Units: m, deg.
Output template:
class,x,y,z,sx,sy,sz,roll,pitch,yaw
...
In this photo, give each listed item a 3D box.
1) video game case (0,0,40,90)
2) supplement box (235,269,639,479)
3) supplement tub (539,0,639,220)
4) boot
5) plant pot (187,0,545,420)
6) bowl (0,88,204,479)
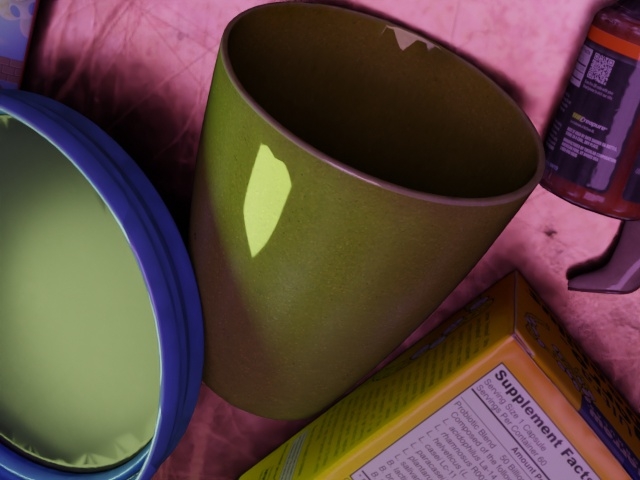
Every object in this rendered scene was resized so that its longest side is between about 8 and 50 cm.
class,x,y,z,sx,sy,sz,roll,pitch,yaw
video game case,-0.334,-0.253,1.362,0.204,0.025,0.285,15,117,-5
supplement box,0.090,0.224,1.388,0.356,0.195,0.194,-38,97,14
supplement tub,0.258,-0.123,1.327,0.106,0.106,0.198,20,106,1
boot,0.276,0.004,1.394,0.118,0.042,0.087,0,98,5
plant pot,0.000,0.000,1.326,0.275,0.275,0.293,25,121,0
bowl,-0.262,0.057,1.368,0.391,0.077,0.391,12,112,32
